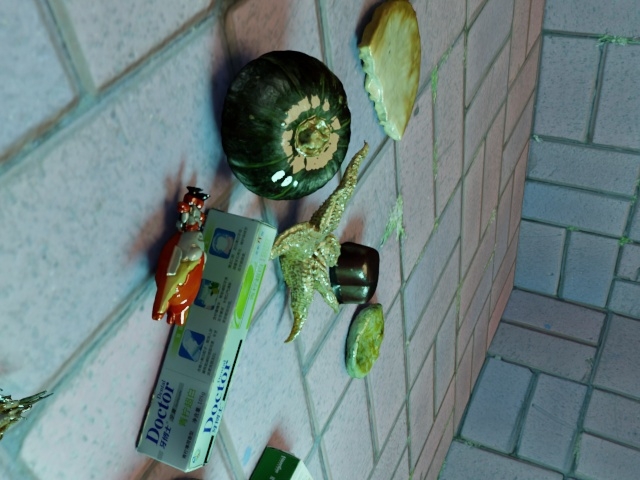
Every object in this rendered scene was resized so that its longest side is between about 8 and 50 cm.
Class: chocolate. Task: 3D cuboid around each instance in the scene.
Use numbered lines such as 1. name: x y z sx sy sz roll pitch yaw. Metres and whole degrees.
1. chocolate: 0.082 0.067 1.396 0.125 0.080 0.148 -52 145 -42

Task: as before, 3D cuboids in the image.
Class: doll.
1. doll: -0.171 0.019 0.844 0.109 0.057 0.169 68 26 -79

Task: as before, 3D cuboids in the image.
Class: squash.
1. squash: -0.046 -0.150 0.902 0.193 0.156 0.193 -37 149 -27

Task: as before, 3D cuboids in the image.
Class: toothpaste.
1. toothpaste: -0.150 0.129 0.916 0.067 0.081 0.336 23 83 -70

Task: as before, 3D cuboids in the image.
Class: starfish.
1. starfish: -0.006 0.020 1.173 0.301 0.084 0.293 -54 153 -34

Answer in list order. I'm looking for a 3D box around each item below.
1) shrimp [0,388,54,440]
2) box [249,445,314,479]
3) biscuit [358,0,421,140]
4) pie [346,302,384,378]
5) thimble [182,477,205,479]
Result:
1. shrimp: -0.312 0.164 0.588 0.233 0.079 0.090 -20 127 -68
2. box: -0.093 0.499 1.257 0.199 0.081 0.135 -63 153 -31
3. biscuit: 0.143 -0.351 1.339 0.204 0.040 0.309 -67 156 -17
4. pie: 0.104 0.229 1.585 0.187 0.041 0.186 -42 140 -51
5. thimble: -0.174 0.461 0.960 0.245 0.157 0.217 44 62 -63
